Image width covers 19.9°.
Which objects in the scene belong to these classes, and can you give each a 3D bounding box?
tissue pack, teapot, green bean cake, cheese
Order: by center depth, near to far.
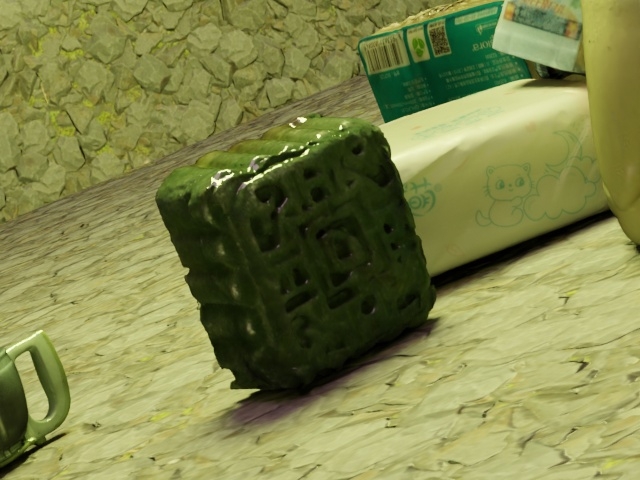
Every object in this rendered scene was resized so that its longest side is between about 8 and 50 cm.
[{"bbox_3d":[-0.012,0.006,1.363,0.173,0.181,0.094,-24,11,-34],"label":"green bean cake"},{"bbox_3d":[0.271,-0.123,1.382,0.127,0.233,0.266,-7,15,15],"label":"cheese"},{"bbox_3d":[-0.257,0.134,1.437,0.124,0.090,0.092,-27,10,-6],"label":"teapot"},{"bbox_3d":[0.106,-0.047,1.573,0.271,0.124,0.201,-19,14,-16],"label":"tissue pack"},{"bbox_3d":[0.181,-0.155,1.838,0.134,0.192,0.271,-27,12,-29],"label":"tissue pack"}]

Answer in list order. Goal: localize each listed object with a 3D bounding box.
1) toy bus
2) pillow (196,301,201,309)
[{"bbox_3d":[0.301,-0.196,1.657,0.109,0.136,0.330,20,12,42],"label":"toy bus"},{"bbox_3d":[0.000,0.000,1.757,0.255,0.059,0.169,-30,10,-41],"label":"pillow"}]
